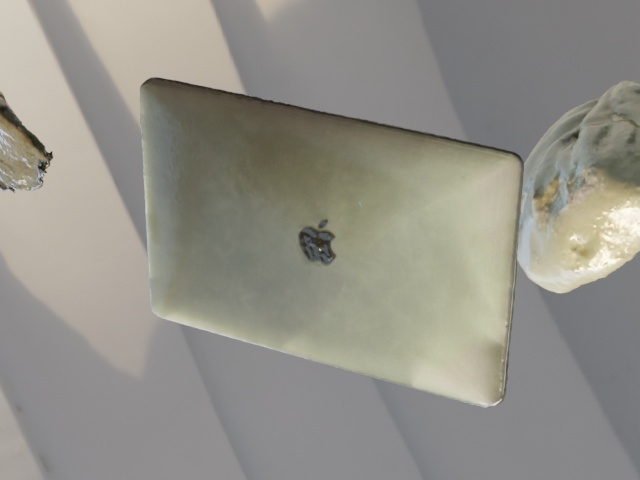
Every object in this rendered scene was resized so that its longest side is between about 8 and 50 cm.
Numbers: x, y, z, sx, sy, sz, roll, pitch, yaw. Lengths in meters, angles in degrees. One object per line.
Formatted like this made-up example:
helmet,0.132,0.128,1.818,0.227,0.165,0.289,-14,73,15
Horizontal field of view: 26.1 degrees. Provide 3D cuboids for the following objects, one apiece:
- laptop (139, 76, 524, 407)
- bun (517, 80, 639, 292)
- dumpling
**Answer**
laptop,0.000,0.000,0.904,0.269,0.187,0.015,14,-148,22
bun,0.253,-0.058,1.151,0.231,0.231,0.133,-30,-96,-11
dumpling,-0.413,-0.170,1.495,0.332,0.166,0.086,45,-123,1
